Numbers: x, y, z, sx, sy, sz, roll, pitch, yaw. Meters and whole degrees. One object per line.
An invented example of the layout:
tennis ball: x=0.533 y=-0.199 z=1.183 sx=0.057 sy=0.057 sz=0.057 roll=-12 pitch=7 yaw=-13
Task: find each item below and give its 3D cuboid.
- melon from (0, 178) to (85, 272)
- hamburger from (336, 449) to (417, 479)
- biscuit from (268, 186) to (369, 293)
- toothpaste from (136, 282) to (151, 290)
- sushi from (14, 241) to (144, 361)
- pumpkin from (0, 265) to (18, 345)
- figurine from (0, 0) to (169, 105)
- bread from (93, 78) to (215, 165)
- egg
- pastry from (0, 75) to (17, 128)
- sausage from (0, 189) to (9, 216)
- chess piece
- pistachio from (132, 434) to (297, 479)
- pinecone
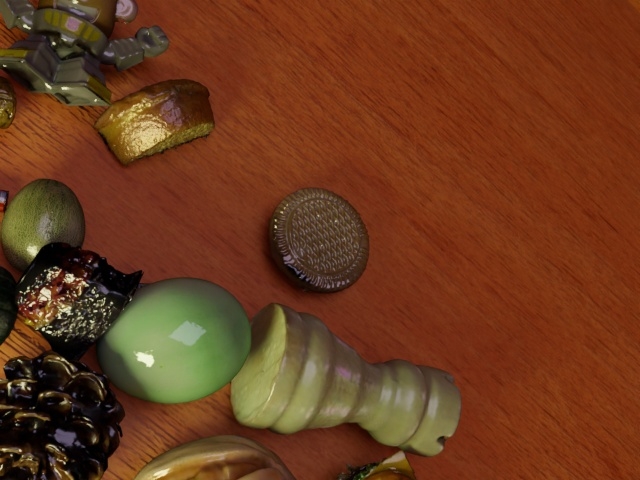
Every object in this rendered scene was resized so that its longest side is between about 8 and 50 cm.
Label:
melon: x=-0.487 y=-0.014 z=1.224 sx=0.139 sy=0.139 sz=0.192 roll=12 pitch=72 yaw=-25
hamburger: x=0.115 y=0.552 z=1.351 sx=0.243 sy=0.138 sz=0.262 roll=-25 pitch=85 yaw=-31
biscuit: x=0.000 y=0.000 z=1.519 sx=0.259 sy=0.079 sz=0.259 roll=10 pitch=69 yaw=-26
toothpaste: x=-0.347 y=0.102 z=1.317 sx=0.255 sy=0.037 sz=0.067 roll=5 pitch=39 yaw=-26
sushi: x=-0.411 y=0.085 z=1.141 sx=0.150 sy=0.172 sz=0.153 roll=38 pitch=36 yaw=-22
pumpkin: x=-0.562 y=0.113 z=1.125 sx=0.125 sy=0.167 sz=0.167 roll=5 pitch=68 yaw=-54
figurine: x=-0.480 y=-0.420 z=1.350 sx=0.342 sy=0.167 sz=0.285 roll=30 pitch=66 yaw=-40
bread: x=-0.312 y=-0.257 z=1.409 sx=0.260 sy=0.134 sz=0.129 roll=-28 pitch=89 yaw=-33
egg: x=-0.256 y=0.176 z=1.232 sx=0.269 sy=0.220 sz=0.220 roll=-5 pitch=75 yaw=-24
pastry: x=-0.598 y=-0.252 z=1.273 sx=0.057 sy=0.109 sz=0.097 roll=-10 pitch=109 yaw=-40
sausage: x=-0.629 y=-0.078 z=1.227 sx=0.145 sy=0.050 sz=0.048 roll=9 pitch=41 yaw=-25
chess piece: x=0.064 y=0.292 z=1.379 sx=0.442 sy=0.234 sz=0.234 roll=20 pitch=64 yaw=-25
pistachio: x=-0.172 y=0.453 z=1.195 sx=0.309 sy=0.230 sz=0.230 roll=-8 pitch=76 yaw=-26
pinecone: x=-0.421 y=0.302 z=1.066 sx=0.243 sy=0.257 sz=0.243 roll=-8 pitch=109 yaw=-23
